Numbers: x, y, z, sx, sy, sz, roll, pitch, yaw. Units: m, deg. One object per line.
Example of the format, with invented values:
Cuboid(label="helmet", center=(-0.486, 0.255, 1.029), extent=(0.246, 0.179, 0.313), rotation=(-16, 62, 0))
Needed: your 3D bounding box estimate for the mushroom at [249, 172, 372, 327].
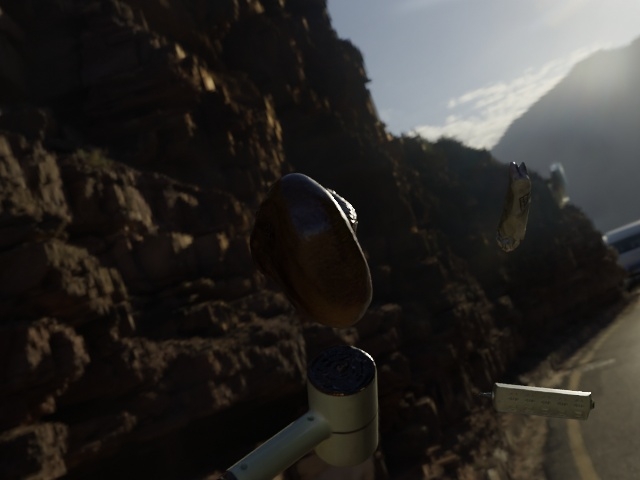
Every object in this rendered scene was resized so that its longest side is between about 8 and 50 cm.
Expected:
Cuboid(label="mushroom", center=(0.000, 0.000, 1.769), extent=(0.259, 0.345, 0.345), rotation=(-32, -3, -19))

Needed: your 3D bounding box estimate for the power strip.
Cuboid(label="power strip", center=(0.484, 0.359, 1.914), extent=(0.252, 0.060, 0.027), rotation=(4, 14, 11))

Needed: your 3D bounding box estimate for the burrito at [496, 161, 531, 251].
Cuboid(label="burrito", center=(0.405, -0.066, 1.778), extent=(0.064, 0.064, 0.203), rotation=(-16, -52, -25))

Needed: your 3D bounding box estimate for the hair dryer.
Cuboid(label="hair dryer", center=(-0.045, 0.355, 1.501), extent=(0.362, 0.128, 0.203), rotation=(-31, -45, -31))
